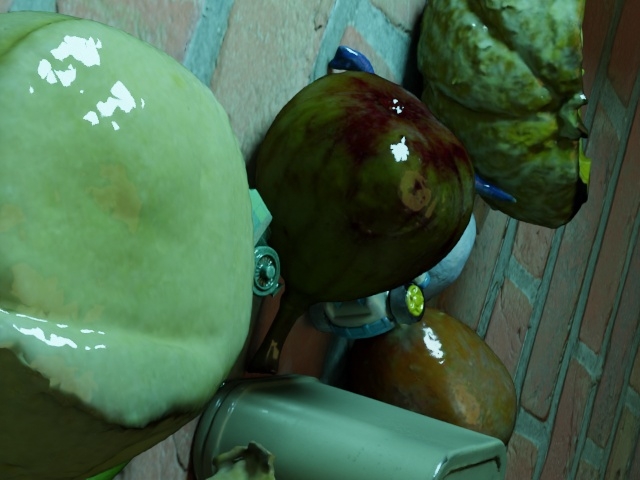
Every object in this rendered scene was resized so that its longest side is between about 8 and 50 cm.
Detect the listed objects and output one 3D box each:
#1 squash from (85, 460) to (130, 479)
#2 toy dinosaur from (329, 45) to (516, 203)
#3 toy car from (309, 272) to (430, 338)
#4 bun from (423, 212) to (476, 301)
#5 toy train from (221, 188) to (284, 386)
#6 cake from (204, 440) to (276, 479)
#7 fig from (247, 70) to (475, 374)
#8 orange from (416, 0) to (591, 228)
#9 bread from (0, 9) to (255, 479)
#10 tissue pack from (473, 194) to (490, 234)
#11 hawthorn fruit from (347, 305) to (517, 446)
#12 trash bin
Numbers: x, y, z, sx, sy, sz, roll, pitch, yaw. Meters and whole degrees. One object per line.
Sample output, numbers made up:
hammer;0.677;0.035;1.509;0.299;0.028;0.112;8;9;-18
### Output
squash;-0.215;0.185;1.143;0.292;0.082;0.082;-47;141;-47
toy dinosaur;0.112;-0.115;1.619;0.075;0.247;0.188;-98;-160;-50
toy car;0.053;0.022;1.603;0.098;0.126;0.161;56;43;-37
bun;0.111;0.003;1.714;0.083;0.141;0.141;32;68;-28
toy train;-0.113;0.040;1.310;0.200;0.083;0.132;-61;139;-33
cake;-0.055;0.406;1.264;0.314;0.293;0.307;-39;140;-14
fig;0.000;0.000;1.455;0.321;0.217;0.217;-56;163;23
orange;0.218;-0.199;1.736;0.271;0.210;0.369;-73;160;-55
bread;-0.192;0.010;0.960;0.320;0.237;0.320;-5;90;-67
tissue pack;0.219;-0.067;2.012;0.108;0.023;0.056;-66;152;-23
hawthorn fruit;0.112;0.156;1.702;0.199;0.199;0.251;-56;136;-39
trash bin;0.035;0.221;1.493;0.243;0.247;0.121;5;98;-66
